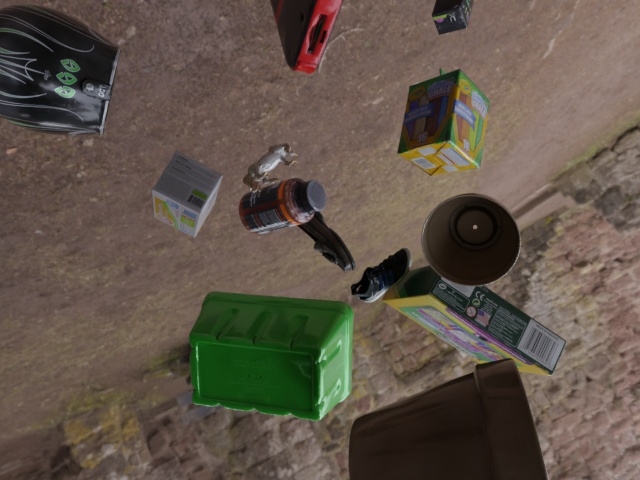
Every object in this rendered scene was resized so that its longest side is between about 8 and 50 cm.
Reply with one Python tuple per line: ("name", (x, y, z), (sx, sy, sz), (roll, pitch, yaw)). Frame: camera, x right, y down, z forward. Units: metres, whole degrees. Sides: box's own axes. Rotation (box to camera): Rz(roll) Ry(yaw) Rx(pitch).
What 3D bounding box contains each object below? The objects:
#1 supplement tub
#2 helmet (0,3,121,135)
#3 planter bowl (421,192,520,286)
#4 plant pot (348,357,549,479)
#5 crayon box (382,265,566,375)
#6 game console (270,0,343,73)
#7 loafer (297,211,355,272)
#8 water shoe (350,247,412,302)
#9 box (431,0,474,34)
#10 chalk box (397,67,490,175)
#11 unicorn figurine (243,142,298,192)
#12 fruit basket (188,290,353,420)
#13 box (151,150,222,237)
("supplement tub", (-0.084, -0.080, 1.080), (0.197, 0.106, 0.106), (-11, 177, 37))
("helmet", (-0.352, -0.215, 0.610), (0.161, 0.170, 0.169), (12, 143, -26))
("planter bowl", (0.271, -0.012, 0.852), (0.162, 0.162, 0.109), (-38, 178, 29))
("plant pot", (0.202, 0.369, 0.767), (0.280, 0.324, 0.323), (-11, 168, 15))
("crayon box", (0.382, 0.205, 1.259), (0.106, 0.362, 0.313), (-58, -174, -14))
("game console", (-0.025, -0.581, 0.968), (0.060, 0.342, 0.387), (-4, 155, -21))
("loafer", (0.000, 0.000, 1.376), (0.084, 0.268, 0.096), (-28, 147, -14))
("water shoe", (0.165, 0.095, 1.303), (0.080, 0.073, 0.203), (21, 120, -36))
("box", (0.270, -0.473, 0.975), (0.062, 0.083, 0.052), (2, 151, 36))
("chalk box", (0.269, -0.267, 1.025), (0.132, 0.213, 0.132), (23, 164, -38))
("unicorn figurine", (-0.094, -0.161, 0.970), (0.161, 0.060, 0.111), (-31, -151, -21))
("fruit basket", (-0.099, 0.261, 1.153), (0.391, 0.283, 0.392), (1, -168, 0))
("box", (-0.303, -0.096, 1.079), (0.103, 0.114, 0.203), (-65, -171, -20))
